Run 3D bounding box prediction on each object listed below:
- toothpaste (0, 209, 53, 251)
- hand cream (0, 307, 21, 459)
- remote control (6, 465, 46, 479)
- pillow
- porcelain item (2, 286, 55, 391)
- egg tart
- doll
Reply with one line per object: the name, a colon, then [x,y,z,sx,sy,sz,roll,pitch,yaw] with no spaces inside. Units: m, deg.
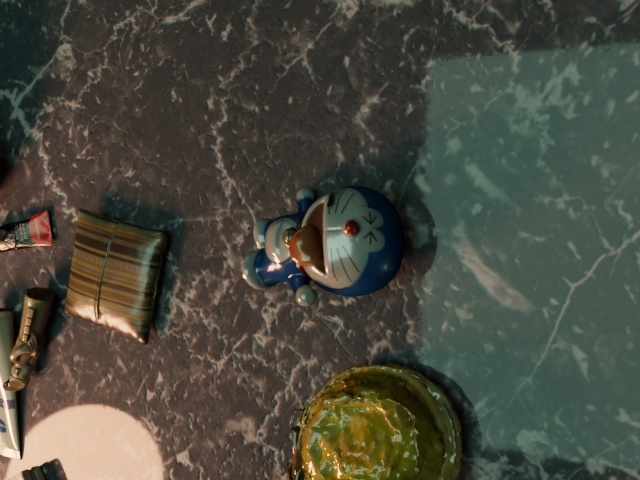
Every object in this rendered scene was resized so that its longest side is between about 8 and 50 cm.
toothpaste: [-0.625,-0.010,1.474,0.193,0.045,0.071,-11,87,21]
hand cream: [-0.669,0.295,1.507,0.109,0.067,0.321,5,101,26]
remote control: [-0.563,0.604,1.448,0.103,0.055,0.277,-33,76,25]
pillow: [-0.387,0.065,1.343,0.208,0.052,0.212,14,99,23]
porcelain item: [-0.582,0.203,1.439,0.054,0.084,0.213,18,101,-3]
egg tart: [0.060,0.305,1.054,0.290,0.107,0.291,-10,66,23]
doll: [0.000,0.000,1.086,0.256,0.161,0.215,-10,61,30]
